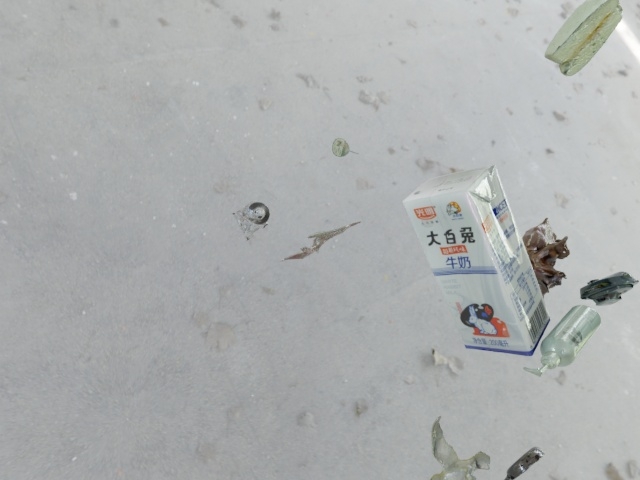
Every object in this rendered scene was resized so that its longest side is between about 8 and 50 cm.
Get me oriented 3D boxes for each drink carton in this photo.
[{"bbox_3d":[0.268,0.038,0.747,0.107,0.131,0.314,-39,110,-37],"label":"drink carton"}]

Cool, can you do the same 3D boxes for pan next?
[{"bbox_3d":[0.495,0.612,1.137,0.212,0.114,0.040,-44,56,-8],"label":"pan"}]

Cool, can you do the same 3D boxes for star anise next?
[{"bbox_3d":[0.478,0.100,1.050,0.148,0.237,0.345,15,89,-30],"label":"star anise"}]

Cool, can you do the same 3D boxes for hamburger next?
[{"bbox_3d":[0.404,-0.324,0.677,0.054,0.121,0.084,28,40,-6],"label":"hamburger"}]

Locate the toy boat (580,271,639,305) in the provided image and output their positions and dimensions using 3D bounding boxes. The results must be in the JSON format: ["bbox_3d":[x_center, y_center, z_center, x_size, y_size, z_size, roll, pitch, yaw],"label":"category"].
[{"bbox_3d":[0.606,0.099,0.919,0.055,0.141,0.059,-3,70,-4],"label":"toy boat"}]

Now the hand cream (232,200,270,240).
[{"bbox_3d":[-0.169,-0.055,1.074,0.050,0.257,0.084,-32,95,-19],"label":"hand cream"}]

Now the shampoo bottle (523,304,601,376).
[{"bbox_3d":[0.406,0.172,0.734,0.195,0.056,0.056,-26,81,-38],"label":"shampoo bottle"}]

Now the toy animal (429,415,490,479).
[{"bbox_3d":[0.295,0.510,0.969,0.155,0.095,0.218,-30,100,-40],"label":"toy animal"}]

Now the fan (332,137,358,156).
[{"bbox_3d":[0.070,-0.277,1.304,0.080,0.003,0.060,-11,78,-19],"label":"fan"}]

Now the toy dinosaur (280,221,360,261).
[{"bbox_3d":[0.001,0.001,1.028,0.220,0.108,0.032,-29,77,-21],"label":"toy dinosaur"}]
